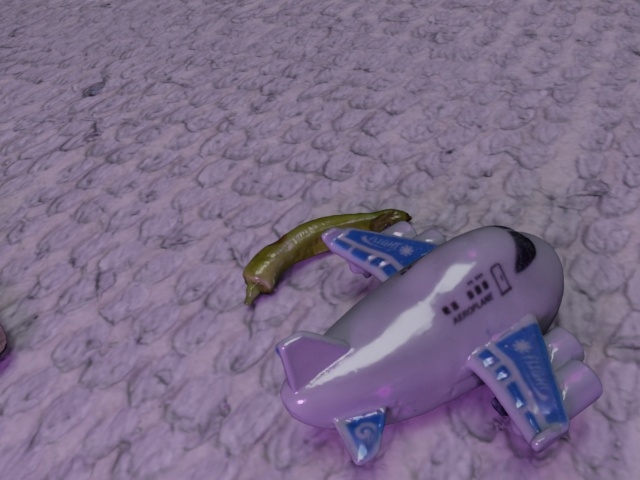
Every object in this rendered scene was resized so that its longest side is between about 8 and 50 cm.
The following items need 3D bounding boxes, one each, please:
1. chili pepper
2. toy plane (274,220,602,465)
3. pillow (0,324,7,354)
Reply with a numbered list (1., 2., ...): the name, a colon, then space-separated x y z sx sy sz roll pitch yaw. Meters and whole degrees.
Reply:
1. chili pepper: -0.001 -0.001 0.638 0.208 0.043 0.049 -28 31 -20
2. toy plane: 0.087 0.066 0.484 0.266 0.123 0.267 -4 40 3
3. pillow: -0.422 0.133 0.575 0.232 0.038 0.130 -30 42 -22
